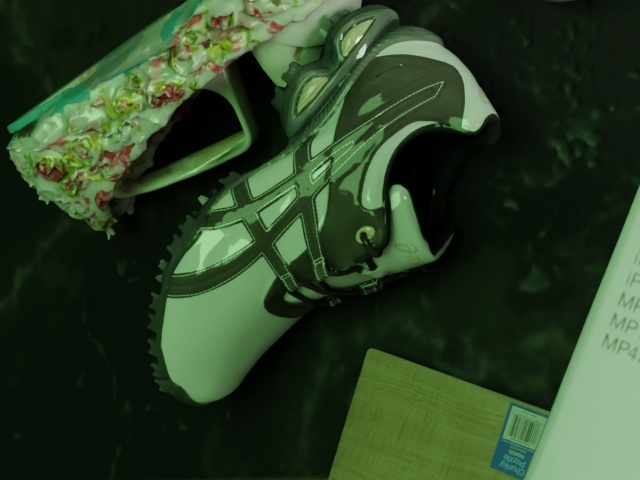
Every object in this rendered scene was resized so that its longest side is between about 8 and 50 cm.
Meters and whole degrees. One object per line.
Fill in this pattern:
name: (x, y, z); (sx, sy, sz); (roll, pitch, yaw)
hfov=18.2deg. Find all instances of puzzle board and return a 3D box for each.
puzzle board: (0.060, 0.109, 0.837); (0.128, 0.011, 0.096); (18, 92, 33)

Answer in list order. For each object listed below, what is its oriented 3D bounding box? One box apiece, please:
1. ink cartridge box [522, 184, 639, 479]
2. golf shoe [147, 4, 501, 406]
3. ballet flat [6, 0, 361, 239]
ink cartridge box: (0.156, 0.115, 0.643); (0.131, 0.226, 0.306); (26, 98, 33)
golf shoe: (0.000, 0.000, 0.853); (0.094, 0.077, 0.198); (39, 106, 31)
ballet flat: (-0.041, -0.083, 0.902); (0.241, 0.091, 0.077); (-35, 96, 29)
